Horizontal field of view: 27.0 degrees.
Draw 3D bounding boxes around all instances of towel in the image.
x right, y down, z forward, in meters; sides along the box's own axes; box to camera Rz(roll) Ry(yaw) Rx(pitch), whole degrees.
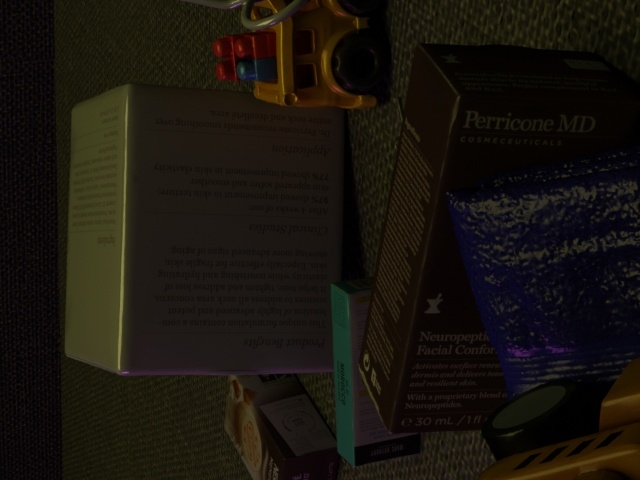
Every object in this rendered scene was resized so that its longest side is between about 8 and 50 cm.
[{"bbox_3d":[0.248,0.080,1.170,0.228,0.076,0.308,-12,102,29],"label":"towel"}]

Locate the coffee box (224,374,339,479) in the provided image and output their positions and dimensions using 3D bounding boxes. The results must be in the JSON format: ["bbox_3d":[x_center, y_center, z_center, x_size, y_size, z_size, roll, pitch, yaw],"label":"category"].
[{"bbox_3d":[-0.067,0.318,2.167,0.246,0.098,0.141,-128,36,-49],"label":"coffee box"}]

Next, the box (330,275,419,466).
[{"bbox_3d":[0.074,0.173,1.787,0.060,0.100,0.244,-151,56,-63],"label":"box"}]

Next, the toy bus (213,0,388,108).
[{"bbox_3d":[-0.035,-0.277,1.742,0.149,0.211,0.220,-154,60,-64],"label":"toy bus"}]

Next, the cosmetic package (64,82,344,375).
[{"bbox_3d":[-0.177,-0.011,1.948,0.327,0.329,0.393,180,92,-66],"label":"cosmetic package"}]

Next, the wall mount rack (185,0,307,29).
[{"bbox_3d":[-0.101,-0.394,1.689,0.130,0.304,0.350,55,-151,-32],"label":"wall mount rack"}]

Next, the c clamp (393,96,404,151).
[{"bbox_3d":[0.109,-0.101,1.654,0.160,0.022,0.137,96,165,-88],"label":"c clamp"}]

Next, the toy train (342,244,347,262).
[{"bbox_3d":[0.000,0.000,1.993,0.158,0.027,0.036,-146,62,-61],"label":"toy train"}]

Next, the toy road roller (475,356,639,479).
[{"bbox_3d":[0.259,0.225,1.038,0.329,0.240,0.202,-22,99,34],"label":"toy road roller"}]

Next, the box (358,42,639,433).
[{"bbox_3d":[0.169,0.005,1.335,0.143,0.191,0.381,-116,30,-59],"label":"box"}]
